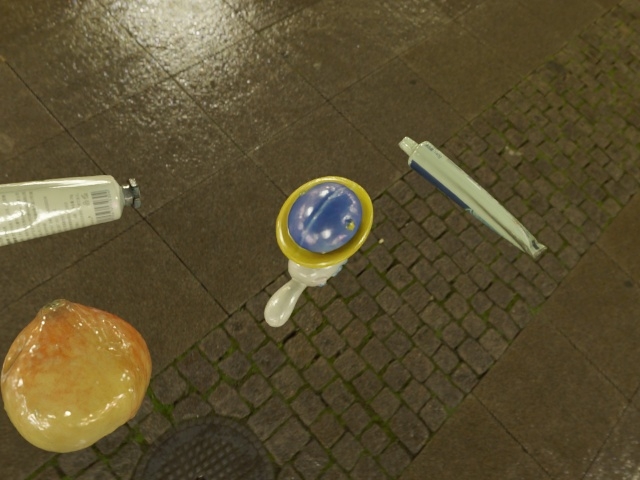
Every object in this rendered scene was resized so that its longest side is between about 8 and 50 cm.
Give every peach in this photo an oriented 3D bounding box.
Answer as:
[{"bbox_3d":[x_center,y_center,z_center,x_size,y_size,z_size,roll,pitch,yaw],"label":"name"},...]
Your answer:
[{"bbox_3d":[-0.379,0.199,0.791,0.232,0.232,0.232,6,64,-12],"label":"peach"}]

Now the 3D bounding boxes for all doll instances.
[{"bbox_3d":[-0.026,0.012,0.961,0.159,0.242,0.311,37,75,2],"label":"doll"}]

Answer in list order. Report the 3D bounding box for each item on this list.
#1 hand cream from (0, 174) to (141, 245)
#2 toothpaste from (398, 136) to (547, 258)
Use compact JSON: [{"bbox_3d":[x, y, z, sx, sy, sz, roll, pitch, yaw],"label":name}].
[{"bbox_3d":[-0.315,-0.030,0.542,0.234,0.080,0.050,-14,33,-28],"label":"hand cream"},{"bbox_3d":[0.220,-0.070,0.757,0.047,0.069,0.268,-46,69,-2],"label":"toothpaste"}]
